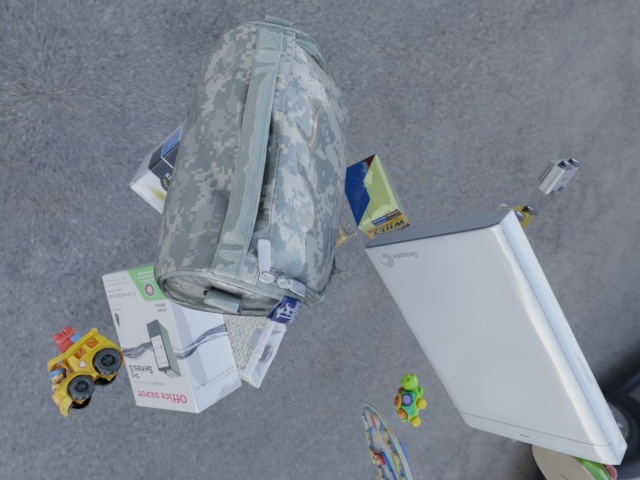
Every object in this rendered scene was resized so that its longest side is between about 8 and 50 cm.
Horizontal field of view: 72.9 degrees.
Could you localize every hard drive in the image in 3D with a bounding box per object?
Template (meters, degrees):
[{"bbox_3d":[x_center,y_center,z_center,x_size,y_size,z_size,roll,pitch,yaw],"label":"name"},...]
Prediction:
[{"bbox_3d":[0.226,0.135,0.598,0.047,0.233,0.353,-38,104,-31],"label":"hard drive"}]

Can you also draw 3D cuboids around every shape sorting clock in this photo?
[{"bbox_3d":[0.126,0.418,0.835,0.040,0.206,0.206,-20,116,-15],"label":"shape sorting clock"}]

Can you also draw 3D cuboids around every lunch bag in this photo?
[{"bbox_3d":[-0.078,-0.057,0.509,0.212,0.256,0.305,8,74,-5],"label":"lunch bag"}]

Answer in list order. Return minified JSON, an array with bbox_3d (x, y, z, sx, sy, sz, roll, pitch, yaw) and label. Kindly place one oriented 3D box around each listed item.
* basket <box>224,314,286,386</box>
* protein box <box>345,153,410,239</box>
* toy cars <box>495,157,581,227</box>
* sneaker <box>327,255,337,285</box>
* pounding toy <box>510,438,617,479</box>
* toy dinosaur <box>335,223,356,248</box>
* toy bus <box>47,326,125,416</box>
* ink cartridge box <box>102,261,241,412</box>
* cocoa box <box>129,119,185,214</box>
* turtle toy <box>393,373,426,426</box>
[{"bbox_3d":[-0.344,0.458,1.995,0.331,0.266,0.328,94,19,-64],"label":"basket"},{"bbox_3d":[0.175,-0.131,1.386,0.136,0.200,0.201,-24,161,16],"label":"protein box"},{"bbox_3d":[0.611,-0.130,1.256,0.393,0.087,0.176,-43,153,-10],"label":"toy cars"},{"bbox_3d":[0.024,0.121,1.833,0.170,0.051,0.089,-51,122,-46],"label":"sneaker"},{"bbox_3d":[0.541,0.455,0.918,0.110,0.237,0.183,-28,136,-16],"label":"pounding toy"},{"bbox_3d":[0.082,-0.015,1.554,0.092,0.053,0.183,-37,162,-23],"label":"toy dinosaur"},{"bbox_3d":[-0.717,0.365,1.272,0.211,0.149,0.220,41,45,-2],"label":"toy bus"},{"bbox_3d":[-0.286,0.174,0.833,0.114,0.198,0.273,-19,96,-54],"label":"ink cartridge box"},{"bbox_3d":[-0.229,-0.121,1.050,0.228,0.231,0.347,-40,119,8],"label":"cocoa box"},{"bbox_3d":[0.228,0.408,1.122,0.066,0.095,0.130,15,95,-6],"label":"turtle toy"}]
